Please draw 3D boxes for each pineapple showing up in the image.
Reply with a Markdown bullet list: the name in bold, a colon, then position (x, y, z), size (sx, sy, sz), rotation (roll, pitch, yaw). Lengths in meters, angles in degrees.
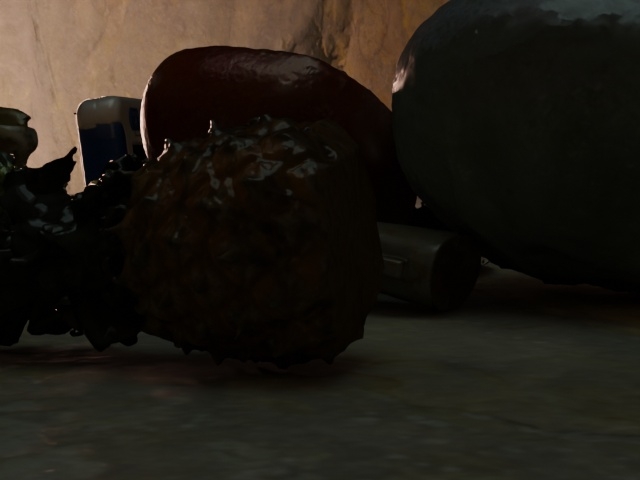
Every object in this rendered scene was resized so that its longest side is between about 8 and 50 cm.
- **pineapple**: position (-0.096, 0.006, 0.614), size (0.248, 0.128, 0.128), rotation (-4, 3, 20)

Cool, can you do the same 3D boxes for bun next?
- **bun**: position (0.229, -0.069, 0.855), size (0.361, 0.211, 0.362), rotation (0, 0, 0)

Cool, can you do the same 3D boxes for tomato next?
- **tomato**: position (-0.045, -0.050, 0.956), size (0.236, 0.237, 0.095), rotation (2, 46, 35)

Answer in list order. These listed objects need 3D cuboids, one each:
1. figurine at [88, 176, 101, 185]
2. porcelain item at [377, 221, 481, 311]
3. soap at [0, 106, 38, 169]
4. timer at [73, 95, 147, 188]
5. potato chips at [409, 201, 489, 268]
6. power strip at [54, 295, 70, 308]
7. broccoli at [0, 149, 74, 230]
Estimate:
- **figurine**: position (-0.163, -0.087, 1.397), size (0.246, 0.156, 0.131), rotation (-41, 6, -22)
- **porcelain item**: position (0.000, 0.000, 0.838), size (0.213, 0.054, 0.084), rotation (14, 6, 31)
- **soap**: position (-0.411, -0.071, 1.366), size (0.304, 0.169, 0.338), rotation (0, 6, 7)
- **timer**: position (-0.253, -0.096, 1.586), size (0.078, 0.178, 0.253), rotation (-6, 3, 8)
- **potato chips**: position (0.060, -0.014, 1.084), size (0.220, 0.029, 0.202), rotation (14, -9, 44)
- **power strip**: position (-0.163, 0.009, 0.912), size (0.198, 0.065, 0.213), rotation (-7, 8, -41)
- **broccoli**: position (-0.308, -0.133, 0.994), size (0.252, 0.362, 0.221), rotation (24, -1, 34)
